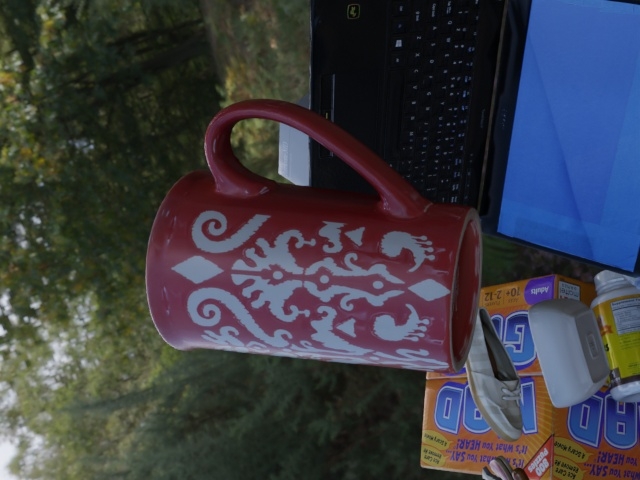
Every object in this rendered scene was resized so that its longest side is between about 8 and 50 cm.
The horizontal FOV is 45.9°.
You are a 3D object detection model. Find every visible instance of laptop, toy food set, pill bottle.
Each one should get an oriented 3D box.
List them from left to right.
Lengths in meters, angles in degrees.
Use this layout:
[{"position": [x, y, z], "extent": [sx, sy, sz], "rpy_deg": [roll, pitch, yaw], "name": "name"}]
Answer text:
[{"position": [0.135, -0.074, 0.600], "extent": [0.136, 0.264, 0.234], "rpy_deg": [-128, 33, -54], "name": "laptop"}, {"position": [0.224, 0.275, 0.808], "extent": [0.122, 0.019, 0.078], "rpy_deg": [46, 152, 38], "name": "toy food set"}, {"position": [0.526, 0.156, 1.270], "extent": [0.117, 0.117, 0.215], "rpy_deg": [74, -169, -65], "name": "pill bottle"}]

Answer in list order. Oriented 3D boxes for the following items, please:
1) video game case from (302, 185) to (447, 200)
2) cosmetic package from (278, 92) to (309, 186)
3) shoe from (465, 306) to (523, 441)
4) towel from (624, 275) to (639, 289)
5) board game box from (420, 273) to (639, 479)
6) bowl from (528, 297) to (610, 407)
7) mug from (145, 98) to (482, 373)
[{"position": [0.015, 0.007, 0.781], "extent": [0.212, 0.193, 0.023], "rpy_deg": [97, 170, -61], "name": "video game case"}, {"position": [0.058, -0.102, 1.055], "extent": [0.238, 0.107, 0.127], "rpy_deg": [31, 145, 21], "name": "cosmetic package"}, {"position": [0.272, 0.208, 1.194], "extent": [0.058, 0.076, 0.219], "rpy_deg": [-36, 65, 41], "name": "shoe"}, {"position": [0.558, 0.024, 1.072], "extent": [0.285, 0.209, 0.034], "rpy_deg": [42, -152, 13], "name": "towel"}, {"position": [0.458, 0.297, 1.503], "extent": [0.356, 0.356, 0.356], "rpy_deg": [-21, 59, 58], "name": "board game box"}, {"position": [0.337, 0.144, 1.003], "extent": [0.142, 0.053, 0.142], "rpy_deg": [-2, -103, -55], "name": "bowl"}, {"position": [-0.002, 0.009, 0.424], "extent": [0.150, 0.169, 0.113], "rpy_deg": [71, -147, -49], "name": "mug"}]
